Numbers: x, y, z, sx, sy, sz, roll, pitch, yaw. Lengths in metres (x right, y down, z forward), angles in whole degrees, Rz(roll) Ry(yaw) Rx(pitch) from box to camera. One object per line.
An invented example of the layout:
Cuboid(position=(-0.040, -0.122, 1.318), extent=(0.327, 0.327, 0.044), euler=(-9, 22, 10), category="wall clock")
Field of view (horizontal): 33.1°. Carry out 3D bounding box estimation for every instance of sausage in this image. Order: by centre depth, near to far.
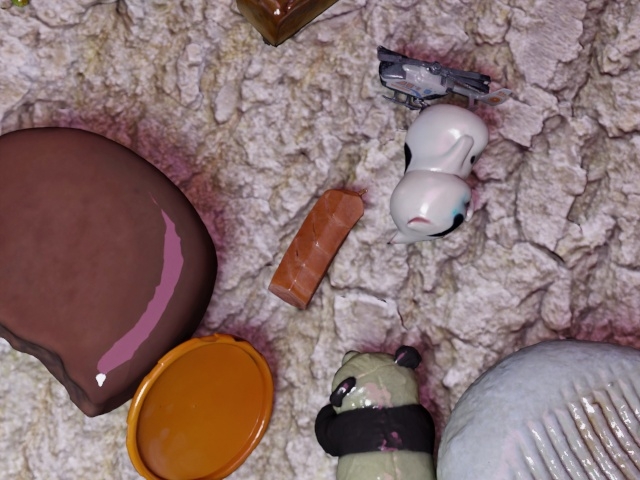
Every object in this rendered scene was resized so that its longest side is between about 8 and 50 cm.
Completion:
Cuboid(position=(-0.001, 0.000, 1.329), extent=(0.065, 0.065, 0.169), euler=(29, 71, 4), category="sausage")

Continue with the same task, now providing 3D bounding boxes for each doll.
Cuboid(position=(0.071, 0.238, 1.226), extent=(0.143, 0.135, 0.234), euler=(-1, 69, -8), category="doll")
Cuboid(position=(0.149, -0.081, 1.347), extent=(0.106, 0.110, 0.181), euler=(14, 74, 0), category="doll")

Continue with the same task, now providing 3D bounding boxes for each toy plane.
Cuboid(position=(0.151, -0.205, 1.405), extent=(0.197, 0.078, 0.053), euler=(15, 68, -16), category="toy plane")

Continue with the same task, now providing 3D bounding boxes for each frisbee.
Cuboid(position=(-0.138, 0.192, 1.217), extent=(0.192, 0.192, 0.035), euler=(-46, 38, -17), category="frisbee")

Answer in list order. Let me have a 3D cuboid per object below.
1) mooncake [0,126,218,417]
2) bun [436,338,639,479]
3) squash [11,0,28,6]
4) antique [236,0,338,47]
Cuboid(position=(-0.281, 0.038, 1.231), extent=(0.325, 0.174, 0.334), euler=(-5, 76, -4), category="mooncake")
Cuboid(position=(0.286, 0.280, 1.183), extent=(0.361, 0.211, 0.362), euler=(3, 75, -13), category="bun")
Cuboid(position=(-0.405, -0.343, 1.417), extent=(0.027, 0.027, 0.083), euler=(-19, 76, -11), category="squash")
Cuboid(position=(0.027, -0.388, 1.441), extent=(0.310, 0.093, 0.087), euler=(-39, 80, -15), category="antique")
